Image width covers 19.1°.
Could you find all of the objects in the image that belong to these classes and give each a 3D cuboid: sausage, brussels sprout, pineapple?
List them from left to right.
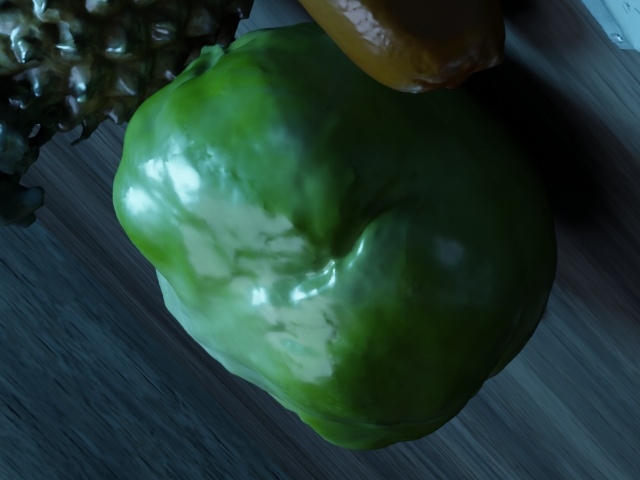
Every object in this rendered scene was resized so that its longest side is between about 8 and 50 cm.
[{"bbox_3d":[-0.205,-0.130,1.239,0.223,0.357,0.223,39,169,9],"label":"pineapple"},{"bbox_3d":[-0.026,-0.213,1.023,0.348,0.094,0.097,47,163,-13],"label":"sausage"},{"bbox_3d":[0.012,0.002,1.215,0.274,0.242,0.316,18,156,9],"label":"brussels sprout"}]

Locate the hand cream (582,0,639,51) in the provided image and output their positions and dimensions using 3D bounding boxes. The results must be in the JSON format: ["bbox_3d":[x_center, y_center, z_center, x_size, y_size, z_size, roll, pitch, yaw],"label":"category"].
[{"bbox_3d":[0.174,-0.115,0.826,0.121,0.076,0.336,50,172,-19],"label":"hand cream"}]

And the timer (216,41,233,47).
[{"bbox_3d":[-0.083,-0.090,1.617,0.253,0.078,0.178,50,165,-22],"label":"timer"}]
